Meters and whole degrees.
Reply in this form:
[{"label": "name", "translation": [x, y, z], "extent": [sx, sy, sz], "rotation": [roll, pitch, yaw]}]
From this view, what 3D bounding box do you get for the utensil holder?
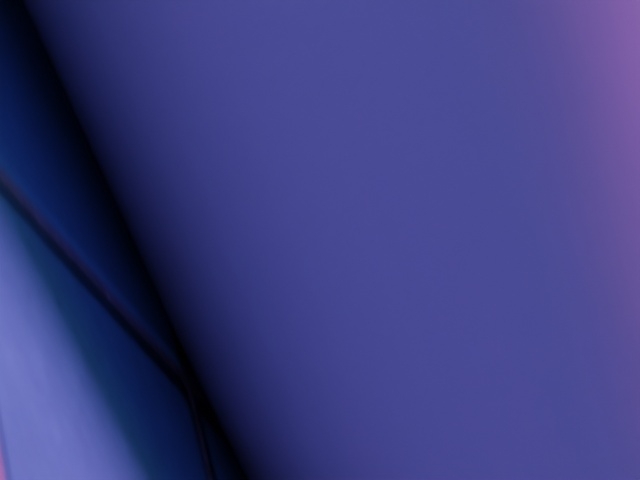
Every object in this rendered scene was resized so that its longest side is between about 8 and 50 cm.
[{"label": "utensil holder", "translation": [0.064, -0.065, 0.714], "extent": [0.327, 0.328, 0.385], "rotation": [-100, 171, -60]}]
